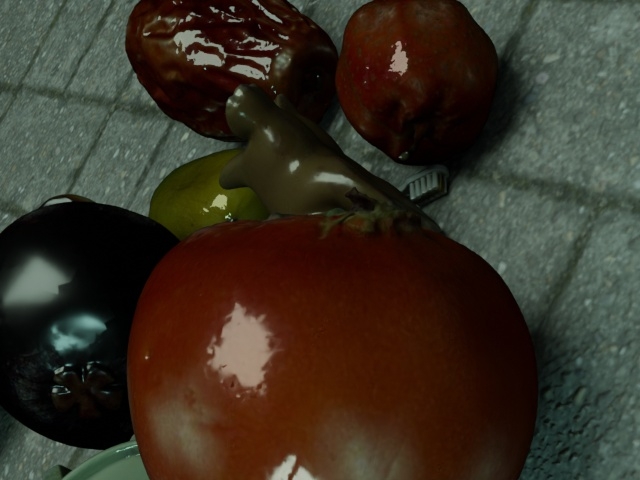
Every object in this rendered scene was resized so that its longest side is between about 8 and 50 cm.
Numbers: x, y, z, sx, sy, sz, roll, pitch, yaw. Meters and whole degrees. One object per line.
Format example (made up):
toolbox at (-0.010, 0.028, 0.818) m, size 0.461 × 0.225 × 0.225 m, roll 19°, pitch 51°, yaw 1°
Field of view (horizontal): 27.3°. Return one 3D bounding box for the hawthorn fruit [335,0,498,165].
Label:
hawthorn fruit at (0.090, -0.141, 1.242) m, size 0.157 × 0.157 × 0.194 m, roll -33°, pitch 35°, yaw 33°

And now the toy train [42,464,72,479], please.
toy train at (-0.283, 0.380, 1.305) m, size 0.202 × 0.131 × 0.299 m, roll -29°, pitch 37°, yaw -3°

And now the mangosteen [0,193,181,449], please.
mangosteen at (-0.237, 0.071, 1.405) m, size 0.275 × 0.275 × 0.302 m, roll -42°, pitch 24°, yaw 23°

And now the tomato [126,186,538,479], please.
tomato at (0.009, 0.126, 1.004) m, size 0.321 × 0.321 × 0.321 m, roll -32°, pitch 41°, yaw 34°

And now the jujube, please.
jujube at (-0.104, -0.216, 1.536) m, size 0.290 × 0.197 × 0.197 m, roll 25°, pitch 84°, yaw 41°

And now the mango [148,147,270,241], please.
mango at (-0.130, -0.039, 1.497) m, size 0.137 × 0.091 × 0.237 m, roll -47°, pitch 20°, yaw -28°

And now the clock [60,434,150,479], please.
clock at (-0.148, 0.291, 1.145) m, size 0.265 × 0.108 × 0.324 m, roll -3°, pitch 46°, yaw 16°

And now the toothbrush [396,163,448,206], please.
toothbrush at (0.000, -0.002, 1.369) m, size 0.342 × 0.025 × 0.030 m, roll -26°, pitch 50°, yaw 38°

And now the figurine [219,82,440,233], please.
figurine at (-0.017, -0.007, 1.245) m, size 0.247 × 0.177 × 0.173 m, roll 39°, pitch 100°, yaw 11°
